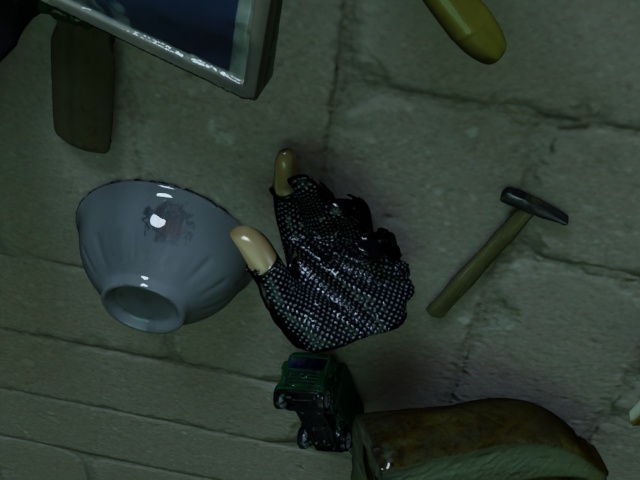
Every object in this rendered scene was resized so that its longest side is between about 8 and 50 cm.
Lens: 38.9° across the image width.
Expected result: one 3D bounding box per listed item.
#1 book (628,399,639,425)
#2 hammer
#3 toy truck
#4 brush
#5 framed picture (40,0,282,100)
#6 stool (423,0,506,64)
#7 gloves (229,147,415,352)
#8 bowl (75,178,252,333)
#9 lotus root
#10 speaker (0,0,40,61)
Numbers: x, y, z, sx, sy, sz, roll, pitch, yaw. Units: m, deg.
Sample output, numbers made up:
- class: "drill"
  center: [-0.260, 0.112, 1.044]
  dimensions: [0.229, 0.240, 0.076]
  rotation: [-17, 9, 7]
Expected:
- class: "book"
  center: [0.499, 0.114, 0.770]
  dimensions: [0.388, 0.032, 0.269]
  rotation: [10, 138, -8]
- class: "hammer"
  center: [0.150, 0.021, 0.826]
  dimensions: [0.062, 0.013, 0.199]
  rotation: [21, 142, -8]
- class: "toy truck"
  center: [0.001, 0.184, 1.025]
  dimensions: [0.065, 0.079, 0.147]
  rotation: [-1, 141, 20]
- class: "brush"
  center: [-0.181, -0.159, 0.677]
  dimensions: [0.054, 0.048, 0.282]
  rotation: [20, 143, -1]
- class: "framed picture"
  center: [-0.135, -0.203, 0.527]
  dimensions: [0.260, 0.023, 0.189]
  rotation: [26, 144, 6]
- class: "stool"
  center: [0.092, -0.182, 0.509]
  dimensions: [0.110, 0.134, 0.135]
  rotation: [29, 95, -23]
- class: "gloves"
  center: [0.003, -0.001, 0.795]
  dimensions: [0.129, 0.106, 0.181]
  rotation: [-8, 109, 24]
- class: "bowl"
  center: [-0.161, 0.034, 0.880]
  dimensions: [0.189, 0.086, 0.189]
  rotation: [8, 142, 6]
- class: "lotus root"
  center: [0.173, 0.265, 1.012]
  dimensions: [0.260, 0.149, 0.267]
  rotation: [-12, 127, -10]
- class: "speaker"
  center: [-0.395, -0.103, 0.756]
  dimensions: [0.180, 0.184, 0.388]
  rotation: [37, 148, -25]
